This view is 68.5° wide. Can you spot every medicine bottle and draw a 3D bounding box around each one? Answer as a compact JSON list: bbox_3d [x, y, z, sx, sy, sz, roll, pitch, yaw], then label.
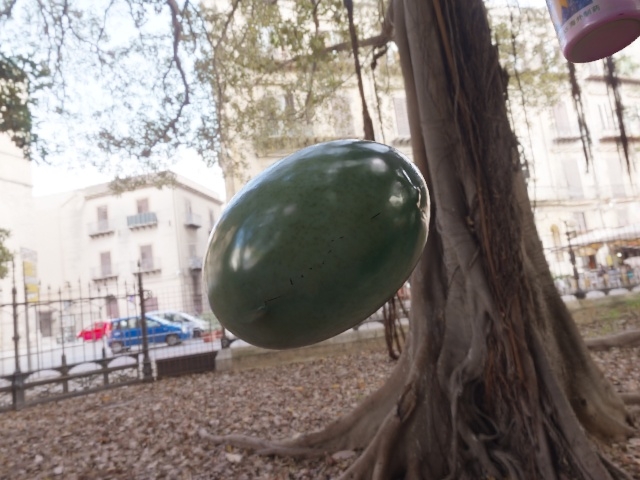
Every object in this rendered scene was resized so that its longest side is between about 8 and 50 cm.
[{"bbox_3d":[0.630,-0.590,1.111,0.178,0.290,0.178,-9,-15,-2],"label":"medicine bottle"}]

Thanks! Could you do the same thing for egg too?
[{"bbox_3d":[0.000,0.000,0.443,0.237,0.169,0.169,-38,-3,-9],"label":"egg"}]
